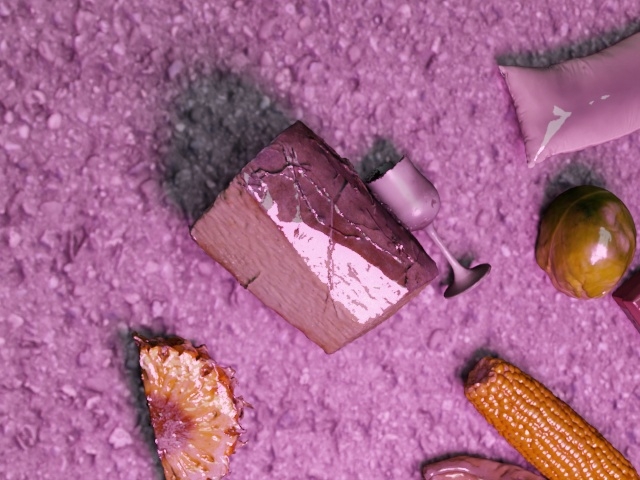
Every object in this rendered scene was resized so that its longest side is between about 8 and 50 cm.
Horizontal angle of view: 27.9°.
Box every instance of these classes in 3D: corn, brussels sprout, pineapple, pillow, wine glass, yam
[{"bbox_3d":[0.320,0.271,1.747,0.310,0.101,0.101,41,85,-9],"label":"corn"},{"bbox_3d":[0.359,0.003,1.716,0.117,0.155,0.155,-16,97,-12],"label":"brussels sprout"},{"bbox_3d":[-0.153,0.211,1.650,0.135,0.079,0.233,-15,103,-3],"label":"pineapple"},{"bbox_3d":[0.368,-0.200,1.737,0.254,0.078,0.144,-18,88,-11],"label":"pillow"},{"bbox_3d":[0.139,-0.020,1.695,0.079,0.079,0.195,-38,102,-8],"label":"wine glass"},{"bbox_3d":[0.001,-0.001,1.608,0.271,0.202,0.201,48,48,-7],"label":"yam"}]

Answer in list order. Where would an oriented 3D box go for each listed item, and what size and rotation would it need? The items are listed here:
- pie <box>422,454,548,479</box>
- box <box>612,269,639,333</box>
[{"bbox_3d":[0.218,0.458,1.724,0.337,0.075,0.338,0,88,5],"label":"pie"},{"bbox_3d":[0.546,0.094,1.791,0.215,0.086,0.215,-41,101,-7],"label":"box"}]
